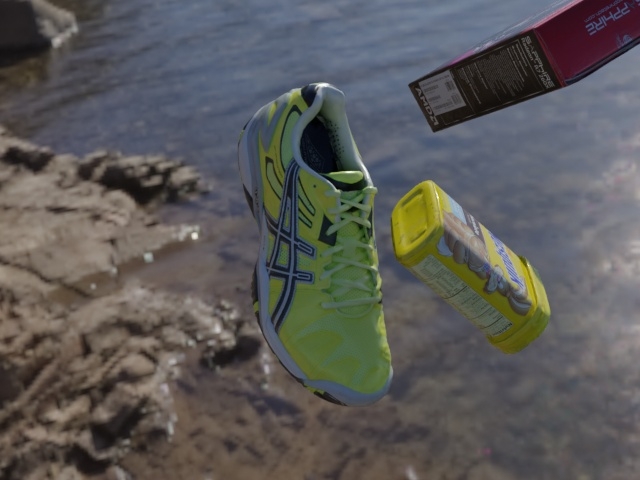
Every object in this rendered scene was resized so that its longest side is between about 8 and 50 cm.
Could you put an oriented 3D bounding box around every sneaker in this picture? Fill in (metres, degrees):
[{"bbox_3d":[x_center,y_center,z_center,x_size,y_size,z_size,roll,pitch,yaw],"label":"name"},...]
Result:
[{"bbox_3d":[0.000,0.000,1.372,0.145,0.384,0.147,-8,-18,-30],"label":"sneaker"}]

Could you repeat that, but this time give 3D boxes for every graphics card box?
[{"bbox_3d":[0.305,-0.265,1.681,0.233,0.094,0.371,-32,7,-20],"label":"graphics card box"}]

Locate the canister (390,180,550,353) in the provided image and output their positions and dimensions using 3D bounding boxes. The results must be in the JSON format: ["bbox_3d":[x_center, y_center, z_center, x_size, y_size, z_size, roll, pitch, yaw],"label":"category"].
[{"bbox_3d":[0.156,0.026,1.275,0.073,0.170,0.126,-41,25,22],"label":"canister"}]
